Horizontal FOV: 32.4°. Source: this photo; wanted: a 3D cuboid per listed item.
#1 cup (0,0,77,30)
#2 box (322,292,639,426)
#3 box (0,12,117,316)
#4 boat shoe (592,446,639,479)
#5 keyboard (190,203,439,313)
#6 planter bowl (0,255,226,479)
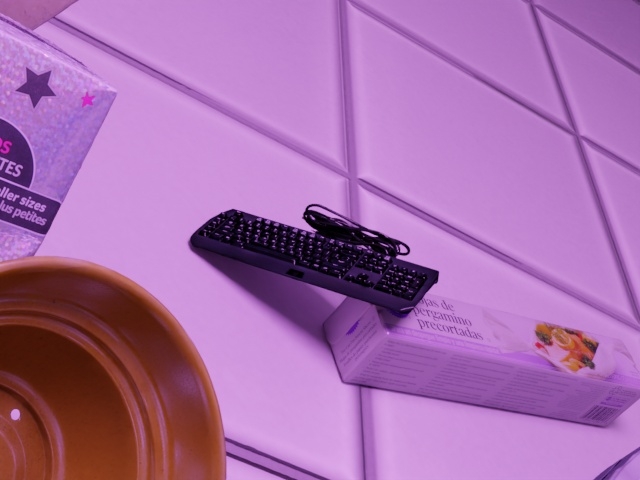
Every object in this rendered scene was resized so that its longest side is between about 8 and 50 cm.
[{"bbox_3d":[-0.283,-0.230,0.733,0.237,0.331,0.331,57,27,-19],"label":"cup"},{"bbox_3d":[0.153,0.103,0.958,0.324,0.067,0.063,14,39,-34],"label":"box"},{"bbox_3d":[-0.256,-0.086,0.554,0.247,0.142,0.163,24,6,-35],"label":"box"},{"bbox_3d":[0.227,0.234,0.835,0.094,0.109,0.302,52,31,16],"label":"boat shoe"},{"bbox_3d":[0.000,0.000,0.878,0.192,0.038,0.100,18,26,17],"label":"keyboard"},{"bbox_3d":[-0.157,0.120,0.557,0.217,0.090,0.217,9,78,-45],"label":"planter bowl"}]
